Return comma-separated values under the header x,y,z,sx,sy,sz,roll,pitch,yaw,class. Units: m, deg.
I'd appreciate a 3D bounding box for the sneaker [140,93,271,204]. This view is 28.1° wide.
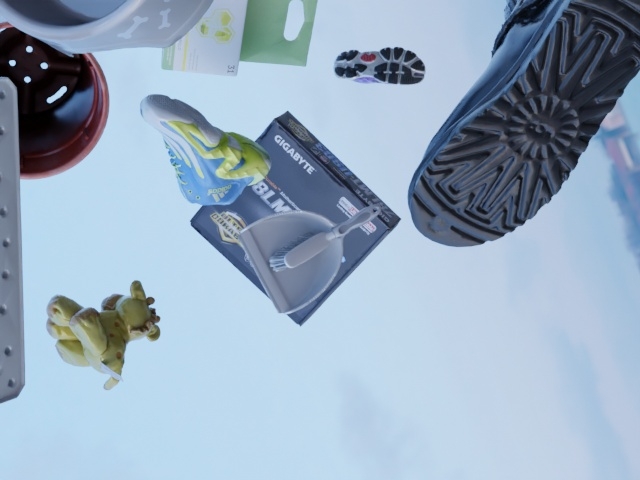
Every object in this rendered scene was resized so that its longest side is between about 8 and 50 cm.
x,y,z,sx,sy,sz,roll,pitch,yaw,class
-0.182,-0.115,1.840,0.240,0.126,0.091,27,-164,-39,sneaker

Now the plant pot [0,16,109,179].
x,y,z,sx,sy,sz,roll,pitch,yaw,class
-0.509,-0.277,2.226,0.272,0.272,0.265,61,-179,-25,plant pot

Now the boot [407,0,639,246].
x,y,z,sx,sy,sz,roll,pitch,yaw,class
0.214,-0.175,1.365,0.131,0.348,0.260,33,-157,-19,boot

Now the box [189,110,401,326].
x,y,z,sx,sy,sz,roll,pitch,yaw,class
-0.050,-0.037,2.366,0.295,0.293,0.073,44,-147,1,box

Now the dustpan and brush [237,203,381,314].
x,y,z,sx,sy,sz,roll,pitch,yaw,class
0.000,0.000,1.922,0.060,0.211,0.147,-12,108,62,dustpan and brush

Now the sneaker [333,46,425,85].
x,y,z,sx,sy,sz,roll,pitch,yaw,class
0.109,-0.305,2.259,0.071,0.170,0.068,16,-97,-66,sneaker

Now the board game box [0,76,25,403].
x,y,z,sx,sy,sz,roll,pitch,yaw,class
-0.484,0.028,1.381,0.390,0.050,0.389,-17,-68,-55,board game box

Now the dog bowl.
x,y,z,sx,sy,sz,roll,pitch,yaw,class
-0.268,-0.381,1.483,0.102,0.349,0.348,-9,-103,-65,dog bowl

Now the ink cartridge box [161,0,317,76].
x,y,z,sx,sy,sz,roll,pitch,yaw,class
-0.123,-0.338,1.983,0.056,0.235,0.171,-98,16,-52,ink cartridge box

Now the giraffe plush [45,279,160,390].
x,y,z,sx,sy,sz,roll,pitch,yaw,class
-0.397,0.161,2.447,0.210,0.170,0.181,35,145,17,giraffe plush
